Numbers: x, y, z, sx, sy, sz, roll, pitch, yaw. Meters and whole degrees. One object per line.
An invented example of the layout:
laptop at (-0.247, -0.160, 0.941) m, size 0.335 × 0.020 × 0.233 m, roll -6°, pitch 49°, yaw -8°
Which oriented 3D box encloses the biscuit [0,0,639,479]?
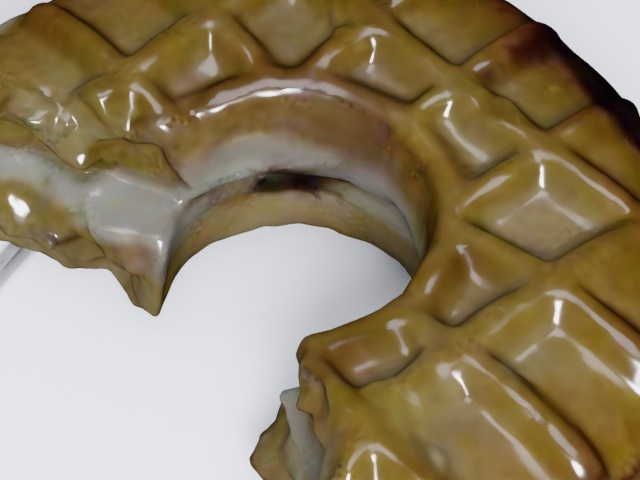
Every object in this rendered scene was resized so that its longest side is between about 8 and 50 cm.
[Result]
biscuit at (0.020, -0.003, 0.740) m, size 0.268 × 0.115 × 0.366 m, roll -32°, pitch 60°, yaw -22°
